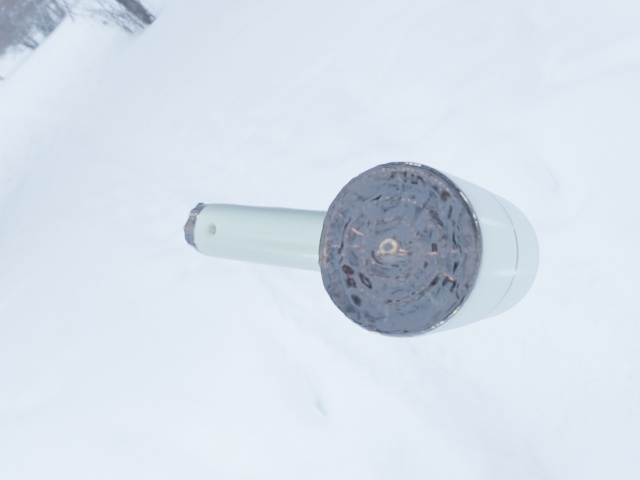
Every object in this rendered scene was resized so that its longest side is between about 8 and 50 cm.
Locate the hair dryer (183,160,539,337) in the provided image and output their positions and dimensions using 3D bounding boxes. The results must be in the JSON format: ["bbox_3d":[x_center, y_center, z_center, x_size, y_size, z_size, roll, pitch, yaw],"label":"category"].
[{"bbox_3d":[0.000,0.000,0.519,0.362,0.203,0.128,6,91,32],"label":"hair dryer"}]
